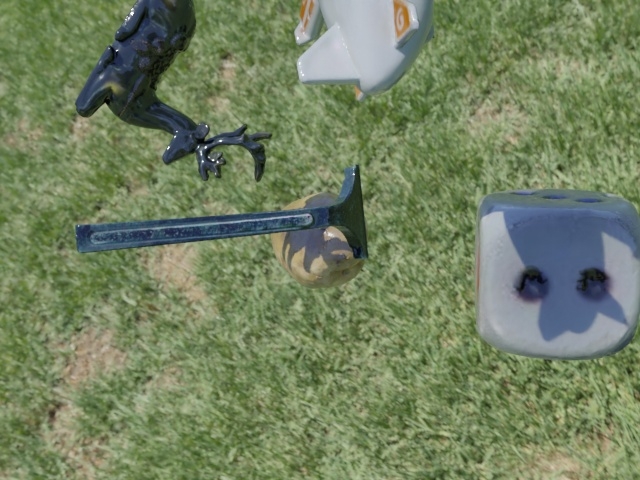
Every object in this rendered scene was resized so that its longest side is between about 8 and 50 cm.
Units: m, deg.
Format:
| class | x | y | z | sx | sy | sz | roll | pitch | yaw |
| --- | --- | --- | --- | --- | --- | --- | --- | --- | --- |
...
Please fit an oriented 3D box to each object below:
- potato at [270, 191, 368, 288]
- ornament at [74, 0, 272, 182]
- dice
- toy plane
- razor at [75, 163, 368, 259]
| class | x | y | z | sx | sy | sz | roll | pitch | yaw |
| --- | --- | --- | --- | --- | --- | --- | --- | --- | --- |
| potato | -0.002 | 0.004 | 1.205 | 0.234 | 0.128 | 0.161 | -11 | 56 | 52 |
| ornament | -0.147 | -0.180 | 0.910 | 0.202 | 0.236 | 0.080 | -57 | 15 | 3 |
| dice | 0.296 | 0.036 | 0.949 | 0.191 | 0.193 | 0.194 | 2 | 100 | 10 |
| toy plane | 0.024 | -0.226 | 0.570 | 0.117 | 0.245 | 0.245 | -5 | 49 | -17 |
| razor | -0.060 | -0.011 | 0.478 | 0.190 | 0.033 | 0.066 | -5 | 92 | -12 |
